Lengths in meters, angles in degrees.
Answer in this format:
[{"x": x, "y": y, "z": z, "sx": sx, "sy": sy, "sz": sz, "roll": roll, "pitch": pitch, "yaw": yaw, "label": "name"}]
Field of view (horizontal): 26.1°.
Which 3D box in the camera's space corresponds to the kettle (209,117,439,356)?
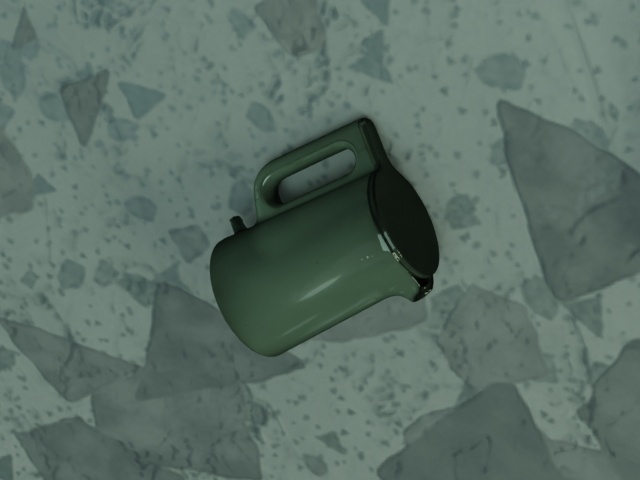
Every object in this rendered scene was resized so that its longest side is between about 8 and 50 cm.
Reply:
[{"x": 0.004, "y": 0.004, "z": 1.022, "sx": 0.148, "sy": 0.127, "sz": 0.098, "roll": -27, "pitch": 135, "yaw": 27, "label": "kettle"}]
